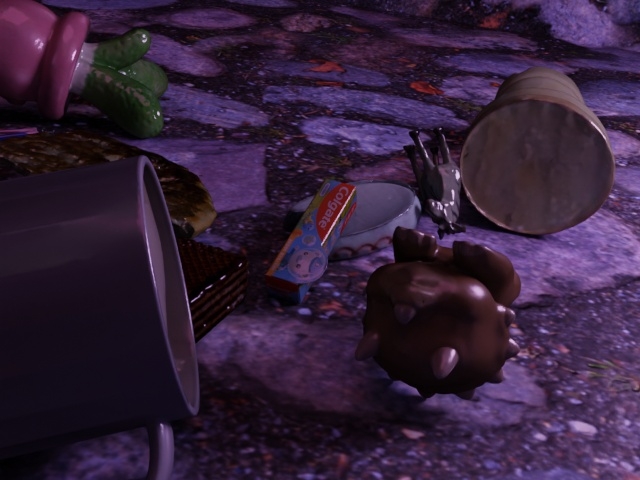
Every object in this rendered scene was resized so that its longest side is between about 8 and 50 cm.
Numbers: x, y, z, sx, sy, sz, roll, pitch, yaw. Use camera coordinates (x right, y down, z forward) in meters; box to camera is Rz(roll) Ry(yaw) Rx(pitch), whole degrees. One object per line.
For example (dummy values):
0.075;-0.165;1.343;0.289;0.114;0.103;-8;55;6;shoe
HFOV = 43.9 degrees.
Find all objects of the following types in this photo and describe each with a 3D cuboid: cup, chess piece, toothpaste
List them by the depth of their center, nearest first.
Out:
-0.277;0.109;0.674;0.327;0.323;0.237;-12;-15;-6;cup
0.000;0.000;1.066;0.070;0.044;0.193;16;51;18;toothpaste
0.382;-0.190;1.403;0.234;0.234;0.442;11;25;11;chess piece

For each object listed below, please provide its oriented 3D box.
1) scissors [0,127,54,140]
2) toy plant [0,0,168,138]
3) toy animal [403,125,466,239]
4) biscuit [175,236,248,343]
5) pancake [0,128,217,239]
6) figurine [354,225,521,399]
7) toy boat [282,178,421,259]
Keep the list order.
-0.540;-0.193;1.437;0.113;0.012;0.039;-9;31;-26;scissors
-0.464;-0.337;1.532;0.356;0.210;0.317;12;23;-16;toy plant
0.186;-0.086;1.260;0.073;0.176;0.217;-12;-5;4;toy animal
-0.189;0.081;0.917;0.106;0.070;0.252;16;30;22;biscuit
-0.307;-0.080;1.158;0.427;0.067;0.305;26;22;33;pancake
0.132;0.088;0.880;0.177;0.173;0.247;14;-3;8;figurine
0.054;-0.023;1.181;0.208;0.079;0.134;-19;37;-20;toy boat
